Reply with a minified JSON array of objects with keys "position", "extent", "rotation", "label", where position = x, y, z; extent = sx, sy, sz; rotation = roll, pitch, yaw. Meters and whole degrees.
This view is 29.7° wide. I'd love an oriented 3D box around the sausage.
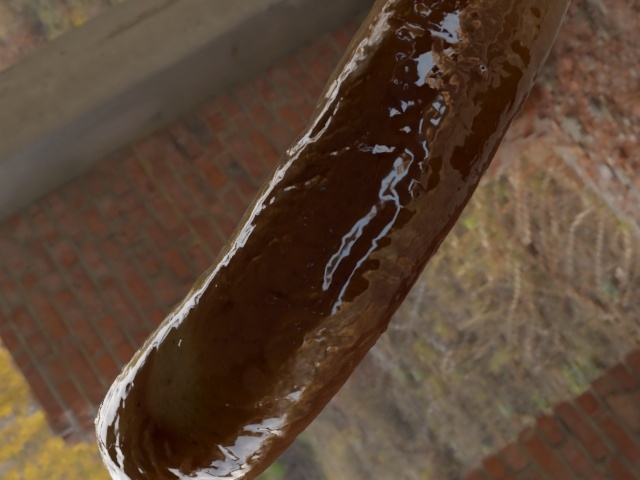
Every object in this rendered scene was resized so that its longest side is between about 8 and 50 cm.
[{"position":[0.000,0.003,0.507],"extent":[0.076,0.302,0.103],"rotation":[31,-167,-16],"label":"sausage"}]
